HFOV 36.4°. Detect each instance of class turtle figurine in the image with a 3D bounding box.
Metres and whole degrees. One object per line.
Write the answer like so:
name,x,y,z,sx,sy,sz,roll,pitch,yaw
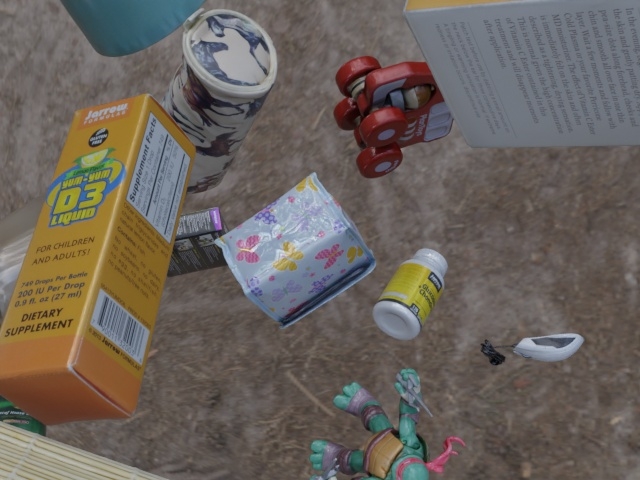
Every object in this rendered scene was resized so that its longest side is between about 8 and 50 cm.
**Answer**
turtle figurine,0.063,0.236,1.097,0.175,0.234,0.118,-46,102,-12

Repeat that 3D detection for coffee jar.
coffee jar,-0.464,0.261,1.498,0.096,0.184,0.079,4,120,-12

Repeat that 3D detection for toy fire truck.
toy fire truck,0.175,-0.280,2.041,0.254,0.302,0.169,-19,66,-11

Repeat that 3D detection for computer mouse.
computer mouse,0.405,0.211,1.854,0.193,0.106,0.042,-7,65,13

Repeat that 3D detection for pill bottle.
pill bottle,0.186,0.103,1.950,0.103,0.103,0.184,41,53,-8

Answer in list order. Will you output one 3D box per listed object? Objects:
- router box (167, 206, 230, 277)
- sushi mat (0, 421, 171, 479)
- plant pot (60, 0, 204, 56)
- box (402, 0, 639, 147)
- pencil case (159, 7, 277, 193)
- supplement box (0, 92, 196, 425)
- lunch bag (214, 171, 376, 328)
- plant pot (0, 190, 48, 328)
router box,-0.223,0.007,1.687,0.133,0.179,0.046,-11,70,0
sushi mat,-0.112,0.163,0.545,0.317,0.151,0.019,22,99,-9
plant pot,-0.363,-0.513,1.733,0.293,0.293,0.235,-56,133,-17
box,0.268,-0.201,0.710,0.168,0.346,0.215,53,47,-48
pencil case,-0.202,-0.231,1.673,0.184,0.410,0.159,28,60,-8
supplement box,-0.156,0.008,0.691,0.080,0.078,0.233,54,35,-45
lunch bag,-0.008,0.012,0.554,0.071,0.083,0.053,-34,63,1
plant pot,-0.503,0.051,1.817,0.280,0.323,0.323,-21,88,-35
